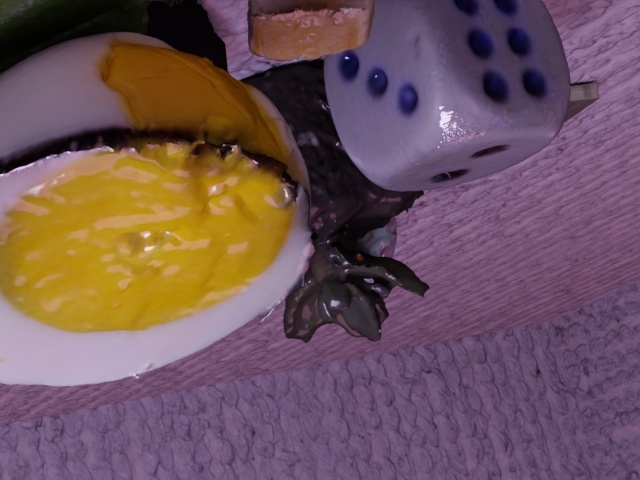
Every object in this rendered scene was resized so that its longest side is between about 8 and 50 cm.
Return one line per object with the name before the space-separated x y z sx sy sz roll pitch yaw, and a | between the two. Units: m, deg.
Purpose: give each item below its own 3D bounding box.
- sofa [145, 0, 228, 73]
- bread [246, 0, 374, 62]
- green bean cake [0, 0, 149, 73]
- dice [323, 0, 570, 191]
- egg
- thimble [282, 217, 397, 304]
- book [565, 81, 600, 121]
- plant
sofa | -0.214 -0.140 1.687 0.200 0.182 0.258 -1 173 20
bread | -0.009 -0.225 1.667 0.125 0.082 0.106 -5 157 -3
green bean cake | -0.269 -0.193 1.374 0.248 0.125 0.222 -21 168 1
dice | 0.131 -0.167 1.832 0.194 0.193 0.192 -4 165 -39
egg | -0.180 -0.042 1.380 0.337 0.201 0.337 -12 142 -10
thimble | 0.000 0.000 2.386 0.185 0.211 0.149 -43 178 -26
book | 0.211 -0.153 2.397 0.282 0.025 0.215 -8 167 -29
plant | -0.004 -0.031 1.998 0.213 0.312 0.215 -5 167 -30
